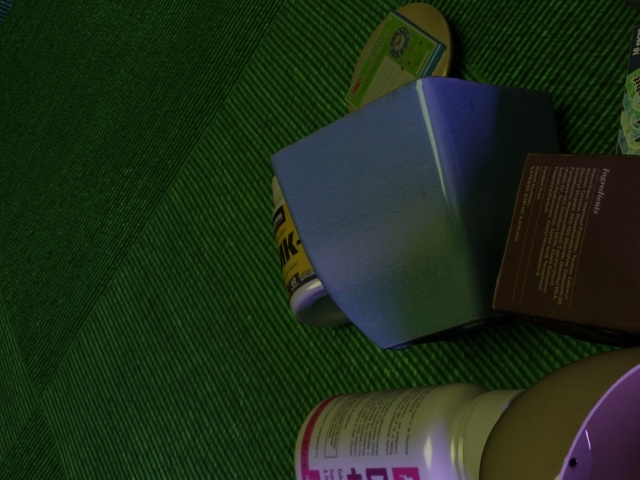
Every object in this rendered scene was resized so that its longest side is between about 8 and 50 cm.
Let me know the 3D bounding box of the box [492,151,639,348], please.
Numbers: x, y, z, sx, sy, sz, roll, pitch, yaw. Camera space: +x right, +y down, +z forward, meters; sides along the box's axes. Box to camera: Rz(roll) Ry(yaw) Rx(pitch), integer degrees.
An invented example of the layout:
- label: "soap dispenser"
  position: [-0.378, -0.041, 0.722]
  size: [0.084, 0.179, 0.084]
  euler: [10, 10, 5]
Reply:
- label: "box"
  position: [0.308, 0.017, 1.037]
  size: [0.203, 0.168, 0.167]
  euler: [7, 81, 50]

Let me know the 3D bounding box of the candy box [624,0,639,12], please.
- label: "candy box"
  position: [0.330, -0.319, 1.125]
  size: [0.053, 0.187, 0.109]
  euler: [30, 99, 50]

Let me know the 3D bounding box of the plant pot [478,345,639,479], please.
- label: "plant pot"
  position: [0.252, 0.223, 0.958]
  size: [0.191, 0.284, 0.284]
  euler: [6, 80, 60]

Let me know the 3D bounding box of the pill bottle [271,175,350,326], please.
- label: "pill bottle"
  position: [0.000, 0.000, 1.433]
  size: [0.119, 0.119, 0.208]
  euler: [-39, 49, 33]

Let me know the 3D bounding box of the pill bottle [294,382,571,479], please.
- label: "pill bottle"
  position: [0.119, 0.239, 1.173]
  size: [0.283, 0.160, 0.160]
  euler: [-15, 65, 45]

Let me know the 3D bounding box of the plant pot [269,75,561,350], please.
- label: "plant pot"
  position: [0.131, -0.015, 1.207]
  size: [0.247, 0.248, 0.252]
  euler: [-22, 76, 42]

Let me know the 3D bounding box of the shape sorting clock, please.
- label: "shape sorting clock"
  position: [0.108, -0.223, 1.455]
  size: [0.206, 0.040, 0.206]
  euler: [-19, 65, 47]

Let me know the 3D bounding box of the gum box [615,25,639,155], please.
- label: "gum box"
  position: [0.388, -0.146, 1.050]
  size: [0.184, 0.041, 0.157]
  euler: [0, 77, 49]
